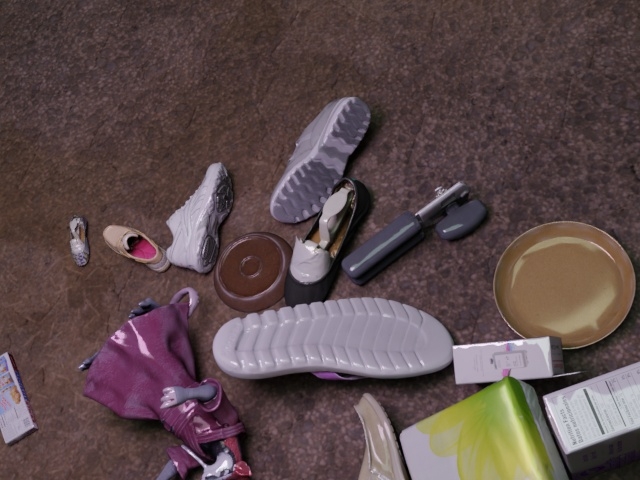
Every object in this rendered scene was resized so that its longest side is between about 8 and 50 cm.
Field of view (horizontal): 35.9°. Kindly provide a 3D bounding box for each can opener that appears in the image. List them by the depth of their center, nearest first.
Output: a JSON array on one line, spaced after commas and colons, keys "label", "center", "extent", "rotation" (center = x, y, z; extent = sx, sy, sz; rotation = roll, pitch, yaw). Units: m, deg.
[{"label": "can opener", "center": [0.168, -0.009, 1.792], "extent": [0.280, 0.074, 0.093], "rotation": [-33, 61, 1]}]

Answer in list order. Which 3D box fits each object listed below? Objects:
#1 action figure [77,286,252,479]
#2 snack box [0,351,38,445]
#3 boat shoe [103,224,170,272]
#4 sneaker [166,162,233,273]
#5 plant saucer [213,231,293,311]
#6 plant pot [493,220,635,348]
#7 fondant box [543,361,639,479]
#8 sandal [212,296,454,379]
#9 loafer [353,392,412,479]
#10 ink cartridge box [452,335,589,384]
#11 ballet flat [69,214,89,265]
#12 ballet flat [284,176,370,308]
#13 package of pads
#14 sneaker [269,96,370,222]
[{"label": "action figure", "center": [-0.242, 0.299, 1.750], "extent": [0.370, 0.276, 0.248], "rotation": [42, 120, 14]}, {"label": "snack box", "center": [-0.606, 0.306, 1.918], "extent": [0.064, 0.022, 0.178], "rotation": [-32, 60, 2]}, {"label": "boat shoe", "center": [-0.372, 0.005, 1.966], "extent": [0.170, 0.059, 0.063], "rotation": [24, 74, 26]}, {"label": "sneaker", "center": [-0.248, -0.052, 1.940], "extent": [0.115, 0.090, 0.232], "rotation": [5, 66, 24]}, {"label": "plant saucer", "center": [-0.130, 0.054, 1.884], "extent": [0.169, 0.029, 0.168], "rotation": [-7, 64, 15]}, {"label": "plant pot", "center": [0.418, 0.079, 1.694], "extent": [0.236, 0.032, 0.236], "rotation": [-8, 63, 15]}, {"label": "fondant box", "center": [0.509, 0.245, 1.466], "extent": [0.330, 0.238, 0.096], "rotation": [-20, 63, 8]}, {"label": "sandal", "center": [0.023, 0.188, 1.730], "extent": [0.417, 0.102, 0.169], "rotation": [1, 46, 1]}, {"label": "loafer", "center": [0.098, 0.379, 1.612], "extent": [0.092, 0.102, 0.268], "rotation": [-21, 63, 4]}, {"label": "ink cartridge box", "center": [0.326, 0.193, 1.600], "extent": [0.198, 0.115, 0.067], "rotation": [-7, 82, 22]}, {"label": "ballet flat", "center": [-0.499, -0.003, 2.022], "extent": [0.041, 0.041, 0.114], "rotation": [-15, 62, 10]}, {"label": "ballet flat", "center": [0.000, 0.000, 1.828], "extent": [0.095, 0.096, 0.280], "rotation": [19, 73, 24]}, {"label": "package of pads", "center": [0.263, 0.389, 1.516], "extent": [0.229, 0.101, 0.296], "rotation": [-33, 58, 28]}, {"label": "sneaker", "center": [-0.008, -0.155, 1.925], "extent": [0.281, 0.105, 0.115], "rotation": [-54, 28, -7]}]
